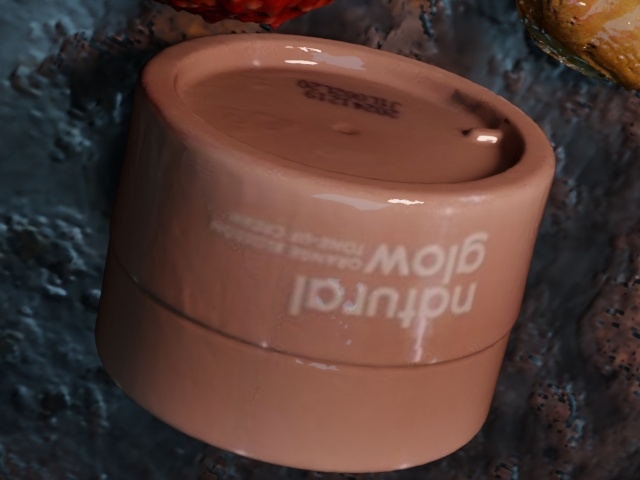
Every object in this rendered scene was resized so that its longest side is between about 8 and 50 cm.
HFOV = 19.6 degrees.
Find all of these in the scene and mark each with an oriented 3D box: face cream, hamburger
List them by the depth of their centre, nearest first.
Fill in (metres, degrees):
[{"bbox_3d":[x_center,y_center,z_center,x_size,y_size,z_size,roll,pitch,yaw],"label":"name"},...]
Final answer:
[{"bbox_3d":[0.000,0.000,0.659,0.149,0.149,0.104,8,115,-10],"label":"face cream"},{"bbox_3d":[0.115,-0.093,0.685,0.083,0.044,0.076,33,107,-22],"label":"hamburger"}]

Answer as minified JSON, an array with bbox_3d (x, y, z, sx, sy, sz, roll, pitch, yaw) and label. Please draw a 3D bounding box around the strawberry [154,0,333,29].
[{"bbox_3d":[-0.038,-0.121,0.605,0.148,0.131,0.131,-32,116,13],"label":"strawberry"}]
